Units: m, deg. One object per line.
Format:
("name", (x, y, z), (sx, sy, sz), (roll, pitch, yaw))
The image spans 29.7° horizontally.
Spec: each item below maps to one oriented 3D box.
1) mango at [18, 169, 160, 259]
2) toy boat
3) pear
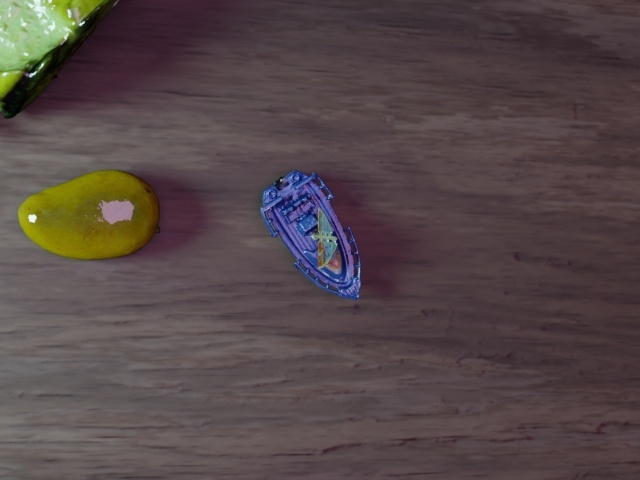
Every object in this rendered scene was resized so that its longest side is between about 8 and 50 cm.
("mango", (-0.266, -0.028, 1.393), (0.161, 0.076, 0.103), (-6, 97, -10))
("toy boat", (0.000, 0.000, 1.438), (0.091, 0.110, 0.175), (-34, 100, -10))
("pear", (-0.352, -0.304, 1.327), (0.255, 0.164, 0.238), (45, 83, -9))
